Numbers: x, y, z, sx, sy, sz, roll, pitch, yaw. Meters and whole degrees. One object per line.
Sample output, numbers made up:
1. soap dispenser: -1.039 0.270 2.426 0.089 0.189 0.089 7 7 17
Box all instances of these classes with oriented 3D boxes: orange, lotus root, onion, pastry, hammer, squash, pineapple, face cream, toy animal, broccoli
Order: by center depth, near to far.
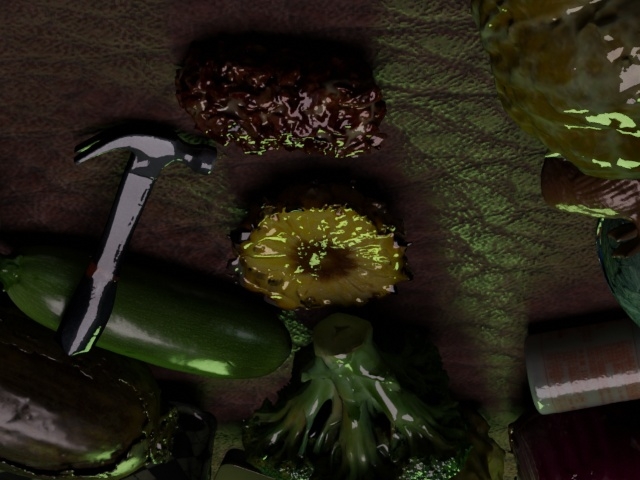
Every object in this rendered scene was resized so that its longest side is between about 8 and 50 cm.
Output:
1. orange: 0.280 -0.173 1.428 0.271 0.210 0.369 -14 144 13
2. pastry: -0.038 -0.135 1.564 0.208 0.097 0.115 7 133 -8
3. toy animal: 0.312 -0.084 1.640 0.188 0.089 0.179 -19 106 12
4. hammer: -0.225 0.004 1.708 0.137 0.037 0.290 18 117 -17
5. pineapple: 0.000 0.000 1.761 0.224 0.076 0.225 1 143 1
6. squash: -0.200 0.085 1.848 0.395 0.107 0.107 20 139 -25
7. broccoli: 0.033 0.190 1.878 0.269 0.254 0.269 -14 135 -14
8. lotus root: -0.344 0.173 1.892 0.397 0.179 0.196 22 100 -20
9. face cream: 0.378 0.141 1.946 0.251 0.101 0.101 -12 143 13
10. onion: 0.371 0.293 2.053 0.256 0.272 0.230 -23 145 -31

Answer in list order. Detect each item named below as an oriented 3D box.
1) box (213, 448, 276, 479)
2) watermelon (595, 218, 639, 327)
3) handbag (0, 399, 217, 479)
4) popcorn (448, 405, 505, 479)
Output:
1. box: -0.077 0.320 2.136 0.126 0.031 0.091 19 143 -4
2. watermelon: 0.405 0.051 1.759 0.188 0.175 0.322 -4 143 2
3. handbag: -0.311 0.350 2.171 0.316 0.180 0.416 9 148 -1
4. popcorn: 0.118 0.341 2.094 0.293 0.237 0.293 2 128 3
